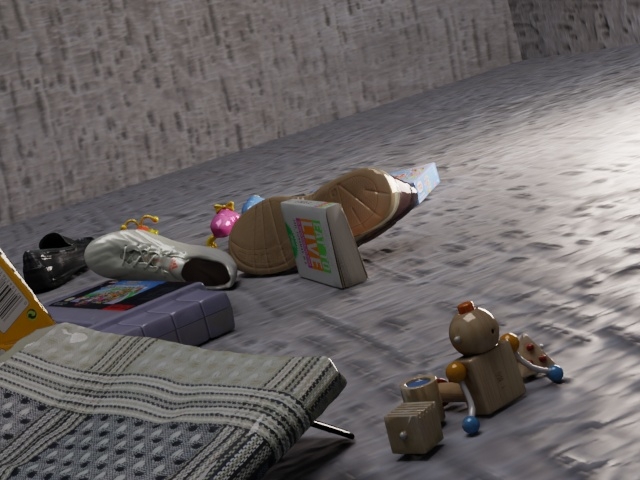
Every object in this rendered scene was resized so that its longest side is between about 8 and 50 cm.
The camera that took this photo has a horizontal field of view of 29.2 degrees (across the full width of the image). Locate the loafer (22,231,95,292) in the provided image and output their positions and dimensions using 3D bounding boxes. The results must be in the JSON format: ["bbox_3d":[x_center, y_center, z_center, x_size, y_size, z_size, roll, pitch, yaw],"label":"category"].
[{"bbox_3d":[-0.431,0.022,2.053,0.076,0.078,0.223,-13,10,16],"label":"loafer"}]

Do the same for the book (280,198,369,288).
[{"bbox_3d":[0.000,0.000,1.446,0.035,0.096,0.144,-20,10,-20],"label":"book"}]

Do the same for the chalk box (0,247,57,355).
[{"bbox_3d":[-0.445,0.100,1.233,0.289,0.180,0.179,-10,33,37],"label":"chalk box"}]

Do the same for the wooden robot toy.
[{"bbox_3d":[0.101,0.084,0.879,0.173,0.079,0.076,-23,12,-36],"label":"wooden robot toy"}]

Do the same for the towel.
[{"bbox_3d":[-0.190,0.147,0.799,0.324,0.056,0.312,3,33,41],"label":"towel"}]

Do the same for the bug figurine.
[{"bbox_3d":[-0.196,-0.013,1.898,0.279,0.072,0.216,-15,10,3],"label":"bug figurine"}]

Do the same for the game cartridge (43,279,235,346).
[{"bbox_3d":[-0.278,0.107,1.417,0.230,0.068,0.355,-28,15,-33],"label":"game cartridge"}]

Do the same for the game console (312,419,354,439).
[{"bbox_3d":[-0.058,0.141,0.883,0.122,0.071,0.107,11,46,39],"label":"game console"}]

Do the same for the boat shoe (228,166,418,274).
[{"bbox_3d":[0.001,-0.018,1.571,0.285,0.103,0.092,-23,-21,38],"label":"boat shoe"}]

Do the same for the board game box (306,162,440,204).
[{"bbox_3d":[0.064,-0.065,1.871,0.211,0.039,0.160,-12,10,19],"label":"board game box"}]

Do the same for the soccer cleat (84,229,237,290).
[{"bbox_3d":[-0.201,0.028,1.565,0.196,0.068,0.076,7,12,-12],"label":"soccer cleat"}]
